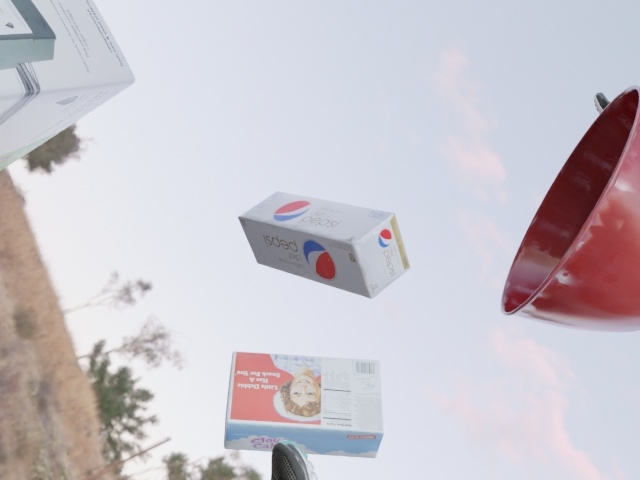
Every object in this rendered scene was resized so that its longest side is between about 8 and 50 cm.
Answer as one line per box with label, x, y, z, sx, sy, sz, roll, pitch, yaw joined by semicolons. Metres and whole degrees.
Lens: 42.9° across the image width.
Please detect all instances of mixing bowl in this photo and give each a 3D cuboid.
mixing bowl;0.213;-0.006;0.567;0.098;0.181;0.181;27;-37;3

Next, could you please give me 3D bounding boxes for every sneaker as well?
sneaker;-0.044;0.301;0.875;0.065;0.076;0.166;-13;-102;51
sneaker;0.407;-0.173;1.114;0.035;0.031;0.083;-40;-116;30

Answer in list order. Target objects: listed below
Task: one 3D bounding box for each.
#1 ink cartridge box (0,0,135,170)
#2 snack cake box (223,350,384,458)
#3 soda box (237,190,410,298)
ink cartridge box;-0.334;-0.130;0.703;0.211;0.289;0.121;-26;-85;22
snack cake box;-0.029;0.283;1.408;0.089;0.265;0.152;99;-6;-46
soda box;0.000;0.000;0.945;0.216;0.069;0.073;15;-48;50
